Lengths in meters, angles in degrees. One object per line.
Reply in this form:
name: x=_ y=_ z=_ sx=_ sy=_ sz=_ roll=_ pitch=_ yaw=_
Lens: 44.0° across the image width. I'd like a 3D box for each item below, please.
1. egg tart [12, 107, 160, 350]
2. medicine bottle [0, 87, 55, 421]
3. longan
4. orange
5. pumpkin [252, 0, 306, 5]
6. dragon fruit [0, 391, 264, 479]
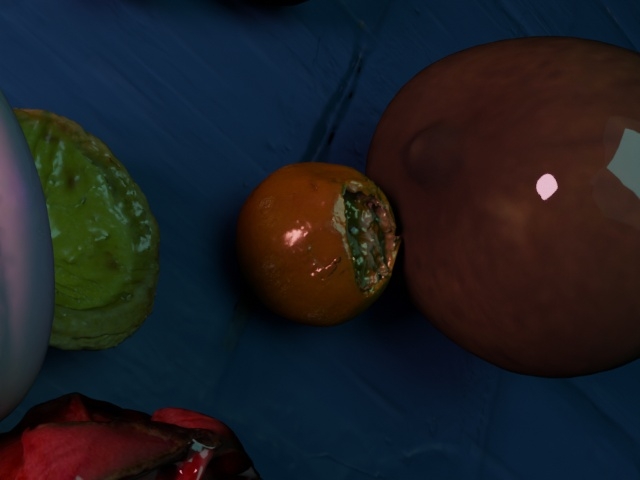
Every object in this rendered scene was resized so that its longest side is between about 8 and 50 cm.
egg tart: x=-0.192 y=-0.005 z=0.561 sx=0.191 sy=0.074 sz=0.191 roll=38 pitch=36 yaw=-35
medicine bottle: x=-0.302 y=0.018 z=0.339 sx=0.302 sy=0.241 sz=0.241 roll=-17 pitch=83 yaw=-47
longan: x=0.215 y=-0.038 z=0.782 sx=0.361 sy=0.361 sz=0.361 roll=20 pitch=58 yaw=-36
orange: x=0.000 y=0.000 z=0.717 sx=0.154 sy=0.134 sz=0.155 roll=16 pitch=59 yaw=-29
pumpkin: x=-0.057 y=-0.343 z=0.823 sx=0.202 sy=0.140 sz=0.202 roll=19 pitch=58 yaw=-33
dragon fruit: x=-0.151 y=0.187 z=0.419 sx=0.293 sy=0.234 sz=0.234 roll=22 pitch=57 yaw=-42
